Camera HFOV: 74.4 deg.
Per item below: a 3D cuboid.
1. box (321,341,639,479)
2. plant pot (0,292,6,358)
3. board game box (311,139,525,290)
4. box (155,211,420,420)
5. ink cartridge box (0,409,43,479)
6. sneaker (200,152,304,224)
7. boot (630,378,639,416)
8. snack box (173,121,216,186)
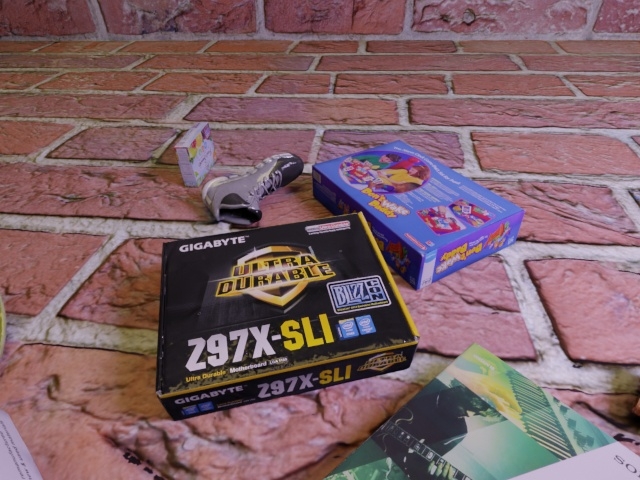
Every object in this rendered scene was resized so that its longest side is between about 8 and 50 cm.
[{"bbox_3d":[0.149,0.264,0.403,0.322,0.058,0.232,-28,45,-31],"label":"box"},{"bbox_3d":[-0.610,0.123,0.485,0.293,0.275,0.275,-21,39,1],"label":"plant pot"},{"bbox_3d":[0.168,-0.075,0.821,0.233,0.078,0.347,-20,41,-22],"label":"board game box"},{"bbox_3d":[-0.059,0.087,0.605,0.322,0.079,0.257,-9,47,-9],"label":"box"},{"bbox_3d":[-0.404,0.186,0.203,0.166,0.395,0.285,28,64,32],"label":"ink cartridge box"},{"bbox_3d":[-0.121,-0.093,0.866,0.229,0.086,0.132,-24,47,-11],"label":"sneaker"},{"bbox_3d":[0.472,0.175,0.496,0.152,0.073,0.197,25,42,36],"label":"boot"},{"bbox_3d":[-0.290,-0.203,0.989,0.037,0.100,0.141,2,39,7],"label":"snack box"}]
